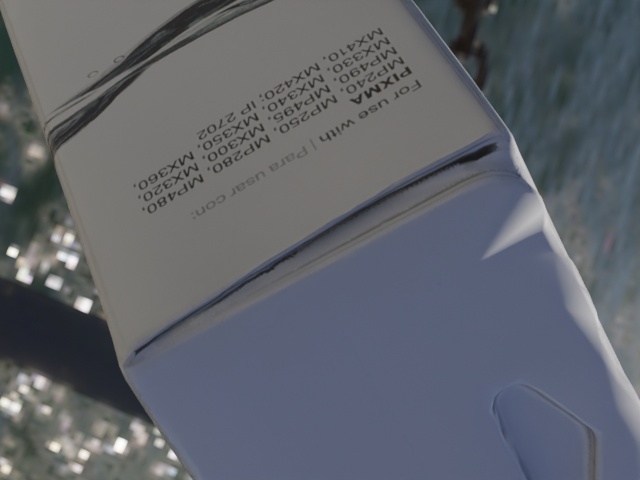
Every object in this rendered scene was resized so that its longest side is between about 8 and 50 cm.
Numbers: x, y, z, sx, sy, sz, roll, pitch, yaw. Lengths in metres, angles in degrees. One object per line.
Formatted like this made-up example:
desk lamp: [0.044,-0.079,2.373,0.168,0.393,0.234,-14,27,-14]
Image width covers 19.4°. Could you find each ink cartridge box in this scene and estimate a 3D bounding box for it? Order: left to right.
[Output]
ink cartridge box: [0.000,0.000,0.522,0.100,0.237,0.172,-30,126,1]
